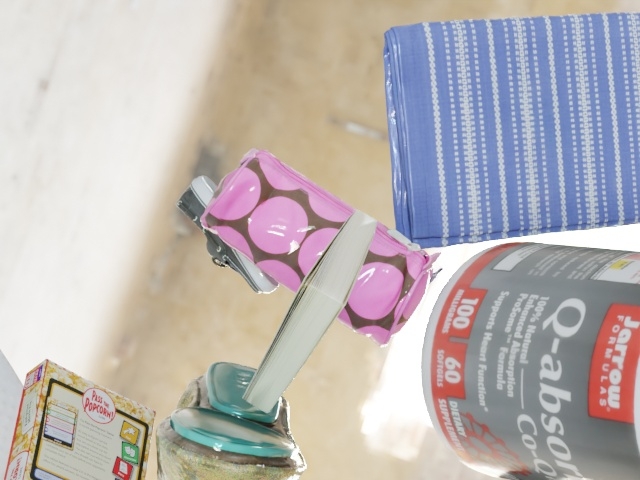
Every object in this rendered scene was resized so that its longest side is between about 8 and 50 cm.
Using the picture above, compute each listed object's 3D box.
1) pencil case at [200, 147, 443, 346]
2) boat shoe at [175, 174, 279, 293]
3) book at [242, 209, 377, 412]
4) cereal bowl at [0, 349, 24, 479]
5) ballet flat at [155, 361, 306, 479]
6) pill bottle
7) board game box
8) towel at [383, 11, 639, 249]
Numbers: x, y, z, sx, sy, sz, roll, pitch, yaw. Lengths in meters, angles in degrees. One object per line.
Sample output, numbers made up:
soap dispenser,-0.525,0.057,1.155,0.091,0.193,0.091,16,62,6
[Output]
pencil case,0.000,0.000,1.644,0.095,0.209,0.098,-45,164,-57
boat shoe,-0.086,0.001,1.720,0.040,0.142,0.049,-42,149,11
book,-0.006,0.054,1.403,0.144,0.035,0.096,-61,179,44
cereal bowl,-0.459,0.202,2.188,0.141,0.339,0.339,-33,154,-25
ballet flat,-0.077,0.183,1.519,0.348,0.123,0.123,-94,-158,-84
pill bottle,0.273,0.113,1.520,0.210,0.363,0.210,-3,95,-40
board game box,-0.255,0.240,1.973,0.045,0.147,0.193,-35,-144,40
towel,0.228,-0.124,2.045,0.040,0.336,0.243,177,-92,-68
